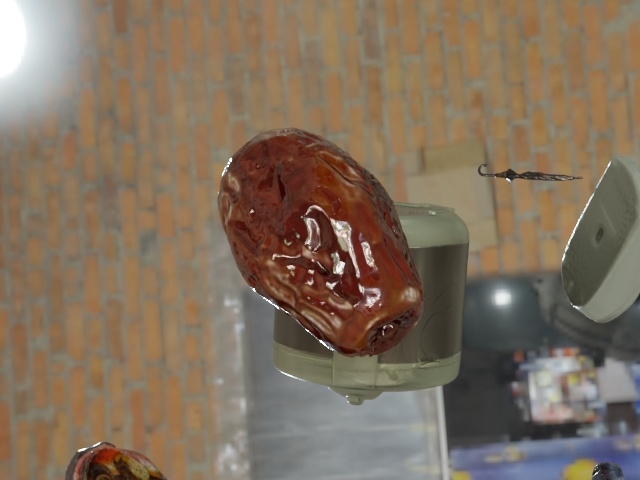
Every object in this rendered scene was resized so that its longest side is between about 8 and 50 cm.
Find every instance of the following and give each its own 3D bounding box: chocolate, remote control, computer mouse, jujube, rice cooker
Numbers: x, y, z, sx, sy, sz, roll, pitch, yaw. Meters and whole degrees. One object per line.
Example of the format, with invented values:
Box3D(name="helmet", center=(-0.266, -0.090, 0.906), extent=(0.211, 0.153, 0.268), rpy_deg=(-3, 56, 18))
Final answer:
Box3D(name="chocolate", center=(-0.273, 0.366, 1.697), extent=(0.221, 0.147, 0.221), rpy_deg=(41, -154, -24))
Box3D(name="remote control", center=(0.329, 0.313, 1.487), extent=(0.043, 0.027, 0.153), rpy_deg=(-50, 38, 38))
Box3D(name="computer mouse", center=(0.379, 0.003, 1.727), extent=(0.128, 0.079, 0.231), rpy_deg=(-105, 25, -44))
Box3D(name="jujube", center=(0.000, 0.000, 1.535), extent=(0.290, 0.197, 0.197), rpy_deg=(52, 173, 27))
Box3D(name="rice cooker", center=(0.068, 0.082, 1.907), extent=(0.288, 0.288, 0.277), rpy_deg=(-44, -42, -78))

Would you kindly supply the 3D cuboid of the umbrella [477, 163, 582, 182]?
Box3D(name="umbrella", center=(0.295, -0.089, 1.911), extent=(0.022, 0.148, 0.022), rpy_deg=(47, -126, -67))
